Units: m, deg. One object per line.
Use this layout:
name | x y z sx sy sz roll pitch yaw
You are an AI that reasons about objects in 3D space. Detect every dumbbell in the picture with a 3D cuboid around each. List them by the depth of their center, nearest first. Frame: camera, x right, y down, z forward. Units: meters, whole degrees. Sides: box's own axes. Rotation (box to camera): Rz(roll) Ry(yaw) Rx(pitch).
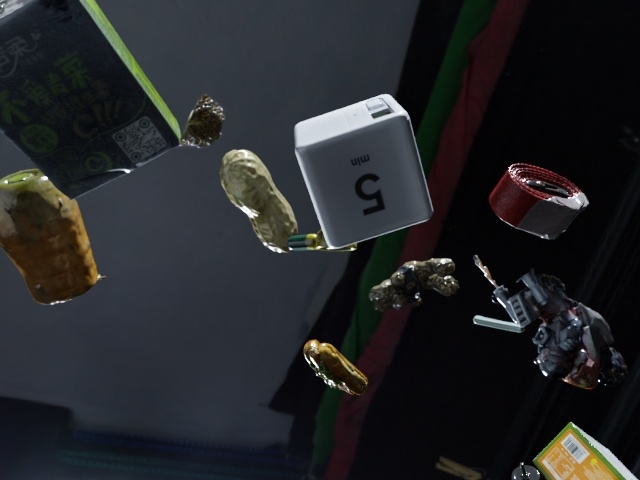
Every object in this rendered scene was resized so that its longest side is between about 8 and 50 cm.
dumbbell | 0.514 0.606 1.436 0.069 0.069 0.147 -127 -166 -68

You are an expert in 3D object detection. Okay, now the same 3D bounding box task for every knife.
knife | 0.519 0.242 1.687 0.162 0.044 0.023 6 -85 49

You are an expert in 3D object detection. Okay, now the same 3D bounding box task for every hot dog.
hot dog | 0.043 0.443 1.981 0.135 0.337 0.100 11 -118 42

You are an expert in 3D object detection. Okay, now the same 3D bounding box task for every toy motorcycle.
toy motorcycle | 0.495 0.168 1.279 0.401 0.207 0.134 58 -34 16

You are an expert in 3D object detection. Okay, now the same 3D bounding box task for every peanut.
peanut | -0.151 -0.094 1.471 0.120 0.298 0.136 -22 -155 24

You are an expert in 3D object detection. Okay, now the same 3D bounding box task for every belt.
belt | 0.489 -0.083 1.320 0.128 0.200 0.124 -81 -168 -45

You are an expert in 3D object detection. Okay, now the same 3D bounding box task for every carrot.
carrot | -0.755 -0.016 1.585 0.224 0.224 0.341 -114 -169 -63

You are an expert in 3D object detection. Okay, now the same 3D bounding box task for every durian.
durian | -0.284 -0.292 1.448 0.148 0.091 0.189 -57 -164 29

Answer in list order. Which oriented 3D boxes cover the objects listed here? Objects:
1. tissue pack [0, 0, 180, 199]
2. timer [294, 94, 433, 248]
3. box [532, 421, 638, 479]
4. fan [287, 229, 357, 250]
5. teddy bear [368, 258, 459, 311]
tissue pack | -0.495 -0.289 1.138 0.394 0.287 0.124 60 4 -49
timer | 0.072 -0.127 1.034 0.192 0.194 0.195 -98 170 -67
box | 0.632 0.563 1.333 0.148 0.177 0.195 -49 -153 7
fan | 0.000 0.000 1.167 0.155 0.082 0.039 -4 -98 30
teddy bear | 0.255 0.118 1.606 0.251 0.182 0.129 -22 -140 11
